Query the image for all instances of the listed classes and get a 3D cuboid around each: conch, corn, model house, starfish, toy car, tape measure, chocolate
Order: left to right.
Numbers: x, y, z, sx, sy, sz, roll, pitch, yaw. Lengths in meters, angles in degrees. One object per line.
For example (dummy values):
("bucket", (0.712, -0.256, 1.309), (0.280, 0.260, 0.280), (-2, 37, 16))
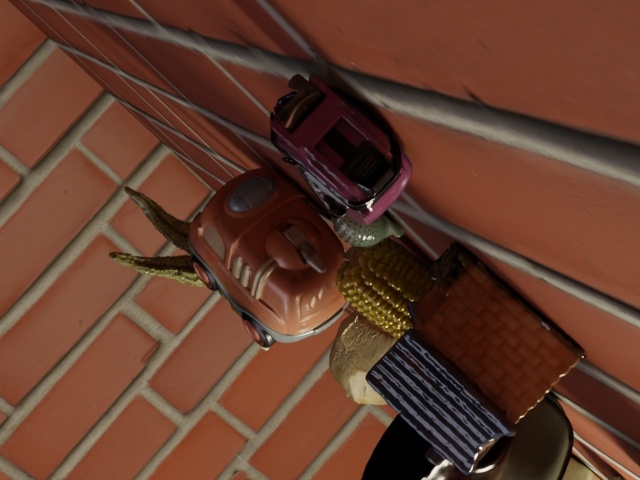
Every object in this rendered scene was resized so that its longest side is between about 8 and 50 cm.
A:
("starfish", (-0.164, 0.017, 1.999), (0.357, 0.347, 0.078), (37, 135, 11))
("toy car", (-0.070, 0.008, 1.810), (0.270, 0.180, 0.212), (47, 158, 21))
("tape measure", (0.010, -0.071, 0.970), (0.125, 0.074, 0.118), (44, 177, 0))
("conch", (0.043, -0.021, 1.331), (0.085, 0.056, 0.076), (44, -172, -24))
("corn", (0.126, 0.088, 1.421), (0.244, 0.093, 0.093), (38, 177, -14))
("model house", (0.134, 0.127, 1.212), (0.166, 0.172, 0.183), (40, 176, 7))
("chocolate", (0.205, 0.287, 1.595), (0.186, 0.284, 0.283), (40, 176, -6))

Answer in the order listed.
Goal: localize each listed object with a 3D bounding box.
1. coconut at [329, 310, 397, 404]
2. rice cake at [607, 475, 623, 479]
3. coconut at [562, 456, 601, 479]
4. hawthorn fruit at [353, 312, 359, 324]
("coconut", (0.106, 0.223, 2.319), (0.194, 0.194, 0.194), (41, 176, 4))
("rice cake", (0.490, 0.426, 1.875), (0.245, 0.045, 0.042), (43, -171, -38))
("coconut", (0.370, 0.494, 2.143), (0.329, 0.329, 0.329), (41, 176, 4))
("hawthorn fruit", (0.068, 0.079, 1.787), (0.066, 0.103, 0.067), (30, -169, -6))
